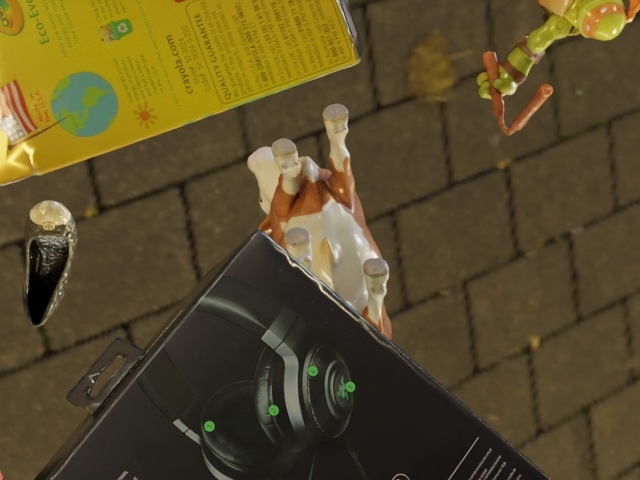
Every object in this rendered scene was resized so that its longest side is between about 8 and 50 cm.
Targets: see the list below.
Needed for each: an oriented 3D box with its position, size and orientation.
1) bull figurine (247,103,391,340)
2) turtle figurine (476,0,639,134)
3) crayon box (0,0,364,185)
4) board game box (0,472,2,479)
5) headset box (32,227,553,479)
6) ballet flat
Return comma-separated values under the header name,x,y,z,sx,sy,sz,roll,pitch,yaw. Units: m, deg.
name,x,y,z,sx,sy,sz,roll,pitch,yaw
bull figurine,0.000,0.000,1.437,0.101,0.310,0.188,-13,142,-7
turtle figurine,0.209,-0.234,1.336,0.087,0.217,0.269,14,120,-36
crayon box,-0.149,-0.182,1.202,0.318,0.081,0.202,-18,104,8
board game box,-0.513,0.198,1.682,0.242,0.316,0.064,93,8,-54
headset box,-0.037,0.170,1.017,0.283,0.131,0.246,40,68,-5
ballet flat,-0.294,0.024,1.716,0.057,0.049,0.173,5,134,-7
